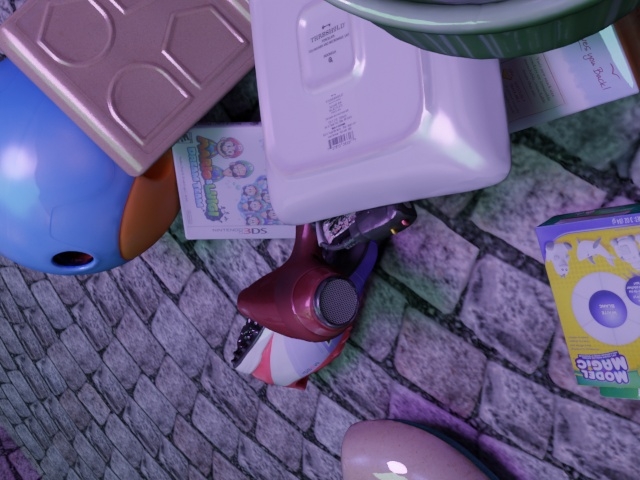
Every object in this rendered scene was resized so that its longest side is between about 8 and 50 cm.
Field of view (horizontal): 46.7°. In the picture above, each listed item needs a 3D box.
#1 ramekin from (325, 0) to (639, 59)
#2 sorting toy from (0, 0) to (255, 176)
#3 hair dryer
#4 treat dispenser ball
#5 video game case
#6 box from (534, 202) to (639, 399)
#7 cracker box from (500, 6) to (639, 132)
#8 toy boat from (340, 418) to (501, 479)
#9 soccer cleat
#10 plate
[{"bbox_3d":[0.099,-0.251,0.419,0.304,0.148,0.303,0,90,19],"label":"ramekin"},{"bbox_3d":[-0.226,-0.250,0.792,0.307,0.229,0.041,45,179,-4],"label":"sorting toy"},{"bbox_3d":[0.000,0.000,0.775,0.080,0.223,0.293,23,125,-27],"label":"hair dryer"},{"bbox_3d":[-0.309,-0.099,0.933,0.288,0.288,0.288,26,133,31],"label":"treat dispenser ball"},{"bbox_3d":[-0.100,-0.069,0.890,0.143,0.019,0.157,0,125,1],"label":"video game case"},{"bbox_3d":[0.261,0.061,0.643,0.105,0.043,0.179,-10,102,49],"label":"box"},{"bbox_3d":[0.136,-0.166,0.604,0.232,0.067,0.155,-12,108,51],"label":"cracker box"},{"bbox_3d":[0.118,0.351,0.962,0.267,0.148,0.318,42,133,7],"label":"toy boat"},{"bbox_3d":[0.000,0.091,0.925,0.116,0.108,0.318,28,134,-13],"label":"soccer cleat"},{"bbox_3d":[0.020,-0.162,0.616,0.277,0.045,0.277,-9,86,50],"label":"plate"}]
